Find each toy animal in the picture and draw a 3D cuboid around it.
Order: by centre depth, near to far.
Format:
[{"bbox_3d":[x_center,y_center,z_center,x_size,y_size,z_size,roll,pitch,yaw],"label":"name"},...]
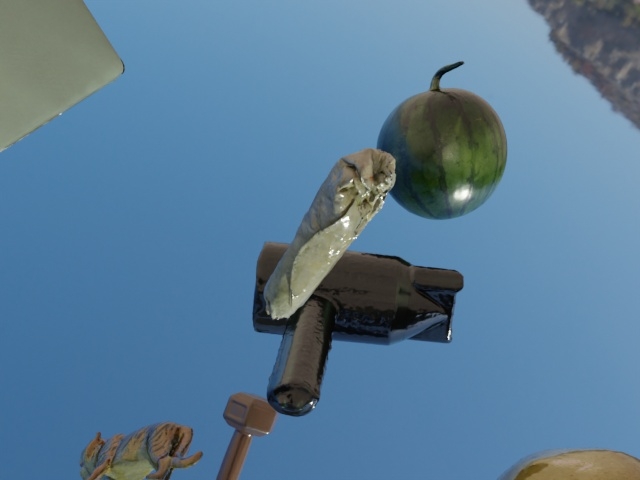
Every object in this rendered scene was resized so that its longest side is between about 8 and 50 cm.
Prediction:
[{"bbox_3d":[-0.198,0.234,0.929,0.057,0.241,0.099,49,-140,-20],"label":"toy animal"}]

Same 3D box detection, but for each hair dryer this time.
[{"bbox_3d":[0.035,0.108,0.980,0.244,0.116,0.302,5,-154,5],"label":"hair dryer"}]

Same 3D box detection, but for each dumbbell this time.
[{"bbox_3d":[-0.140,0.355,1.393,0.092,0.230,0.082,17,172,34],"label":"dumbbell"}]

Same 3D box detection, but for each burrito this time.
[{"bbox_3d":[0.001,0.001,0.715,0.058,0.188,0.045,-9,-126,-43],"label":"burrito"}]

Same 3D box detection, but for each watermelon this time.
[{"bbox_3d":[0.171,-0.138,1.263,0.188,0.214,0.188,-12,-175,1],"label":"watermelon"}]

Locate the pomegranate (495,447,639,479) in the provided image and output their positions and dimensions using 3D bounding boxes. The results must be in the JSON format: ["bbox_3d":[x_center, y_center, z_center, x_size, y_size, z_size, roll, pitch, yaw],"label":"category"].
[{"bbox_3d":[0.275,0.369,0.924,0.319,0.319,0.319,23,-156,-11],"label":"pomegranate"}]

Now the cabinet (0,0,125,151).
[{"bbox_3d":[-0.221,-0.097,0.444,0.150,0.145,0.206,58,159,-18],"label":"cabinet"}]
